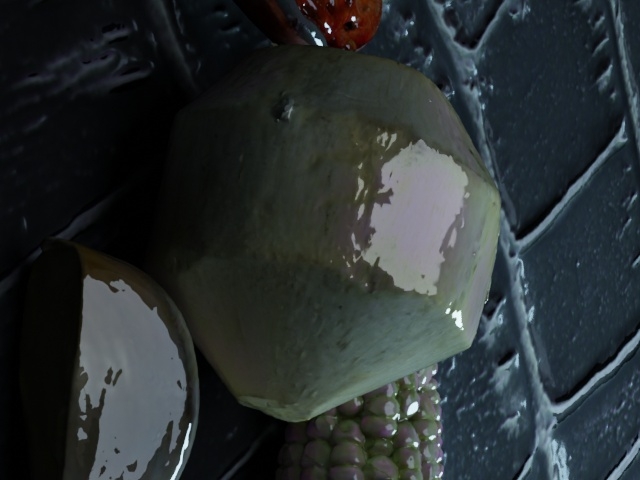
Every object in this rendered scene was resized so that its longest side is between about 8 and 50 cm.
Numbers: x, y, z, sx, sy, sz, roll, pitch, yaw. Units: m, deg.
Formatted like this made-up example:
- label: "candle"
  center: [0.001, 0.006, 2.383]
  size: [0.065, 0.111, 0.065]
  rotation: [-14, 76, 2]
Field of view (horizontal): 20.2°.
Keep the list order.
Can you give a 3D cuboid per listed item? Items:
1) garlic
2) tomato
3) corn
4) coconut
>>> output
- label: "garlic"
  center: [-0.123, 0.097, 1.046]
  size: [0.101, 0.087, 0.195]
  rotation: [3, 89, -46]
- label: "tomato"
  center: [-0.031, -0.195, 1.211]
  size: [0.166, 0.082, 0.174]
  rotation: [-57, 132, -50]
- label: "corn"
  center: [0.025, 0.093, 1.274]
  size: [0.127, 0.127, 0.335]
  rotation: [24, 63, -58]
- label: "coconut"
  center: [0.000, 0.000, 1.134]
  size: [0.197, 0.237, 0.236]
  rotation: [116, -19, -77]
